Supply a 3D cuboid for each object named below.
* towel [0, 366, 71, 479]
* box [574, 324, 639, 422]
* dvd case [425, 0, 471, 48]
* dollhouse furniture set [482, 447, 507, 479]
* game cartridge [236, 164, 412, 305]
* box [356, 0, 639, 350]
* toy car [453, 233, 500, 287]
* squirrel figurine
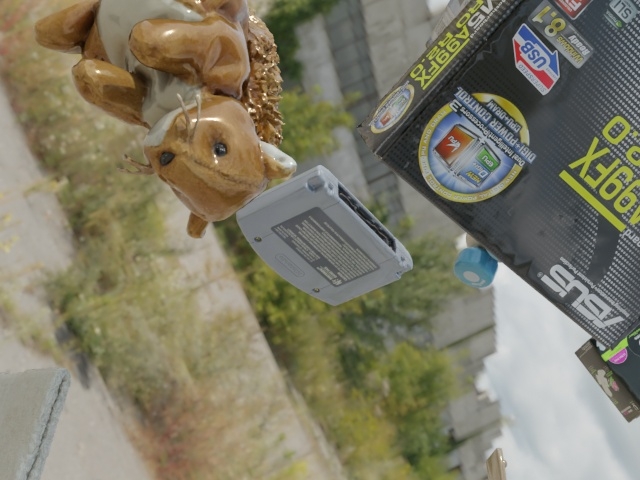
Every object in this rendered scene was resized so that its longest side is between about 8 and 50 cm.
[{"bbox_3d":[-0.461,0.312,1.579,0.049,0.187,0.282,47,46,-43],"label":"towel"},{"bbox_3d":[0.292,0.116,1.041,0.083,0.062,0.052,55,-14,14],"label":"box"},{"bbox_3d":[0.170,-0.242,0.930,0.022,0.253,0.180,24,23,-15],"label":"dvd case"},{"bbox_3d":[0.292,0.348,1.451,0.144,0.151,0.123,103,-16,-61],"label":"dollhouse furniture set"},{"bbox_3d":[0.000,0.000,1.906,0.297,0.198,0.062,43,37,-40],"label":"game cartridge"},{"bbox_3d":[0.196,-0.073,0.815,0.270,0.216,0.060,38,11,-25],"label":"box"},{"bbox_3d":[0.389,0.000,1.907,0.238,0.219,0.210,31,-32,-8],"label":"toy car"},{"bbox_3d":[-0.150,-0.193,1.546,0.397,0.281,0.370,19,40,-61],"label":"squirrel figurine"}]
